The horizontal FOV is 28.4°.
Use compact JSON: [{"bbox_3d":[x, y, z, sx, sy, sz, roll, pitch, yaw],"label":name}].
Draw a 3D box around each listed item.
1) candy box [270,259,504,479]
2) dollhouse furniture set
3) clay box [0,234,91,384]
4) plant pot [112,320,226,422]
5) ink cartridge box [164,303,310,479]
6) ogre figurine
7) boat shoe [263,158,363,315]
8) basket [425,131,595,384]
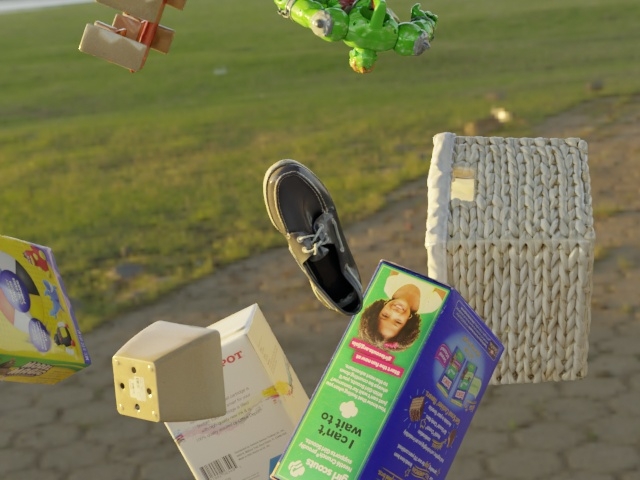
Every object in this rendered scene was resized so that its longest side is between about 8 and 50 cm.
[{"bbox_3d":[0.101,0.226,1.683,0.122,0.317,0.268,19,-13,29],"label":"candy box"},{"bbox_3d":[-0.237,-0.376,1.899,0.135,0.259,0.262,21,14,-2],"label":"dollhouse furniture set"},{"bbox_3d":[-0.295,0.056,1.114,0.053,0.127,0.222,-27,-16,13],"label":"clay box"},{"bbox_3d":[-0.189,0.165,1.523,0.109,0.109,0.096,6,14,39],"label":"plant pot"},{"bbox_3d":[-0.139,0.285,2.148,0.198,0.270,0.197,-26,10,8],"label":"ink cartridge box"},{"bbox_3d":[0.049,-0.257,1.488,0.197,0.097,0.118,27,19,-20],"label":"ogre figurine"},{"bbox_3d":[0.000,0.000,1.443,0.075,0.206,0.065,-29,30,-8],"label":"boat shoe"},{"bbox_3d":[0.316,0.035,2.131,0.266,0.331,0.328,1,37,8],"label":"basket"}]
